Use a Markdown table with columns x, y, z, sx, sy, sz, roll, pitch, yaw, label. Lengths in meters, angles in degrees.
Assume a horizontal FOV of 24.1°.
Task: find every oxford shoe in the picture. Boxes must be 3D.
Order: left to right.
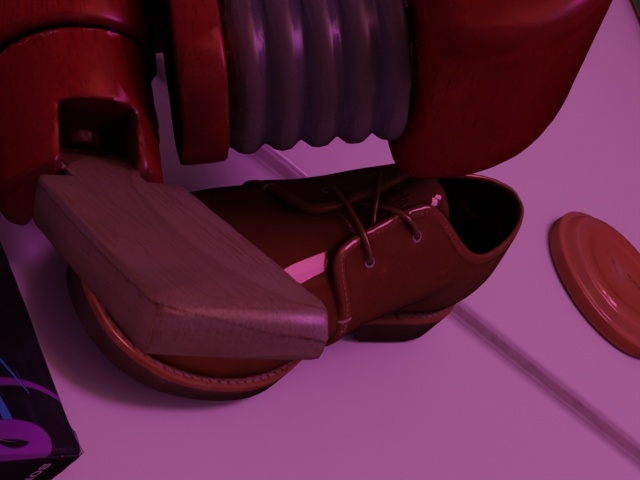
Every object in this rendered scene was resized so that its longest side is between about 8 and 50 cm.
| x | y | z | sx | sy | sz | roll | pitch | yaw | label |
| --- | --- | --- | --- | --- | --- | --- | --- | --- | --- |
| 0.000 | 0.000 | 0.519 | 0.212 | 0.076 | 0.076 | -12 | 68 | -54 | oxford shoe |

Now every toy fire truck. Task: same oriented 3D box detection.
| x | y | z | sx | sy | sz | roll | pitch | yaw | label |
| --- | --- | --- | --- | --- | --- | --- | --- | --- | --- |
| -0.008 | -0.058 | 0.440 | 0.217 | 0.158 | 0.246 | -4 | 64 | -9 | toy fire truck |

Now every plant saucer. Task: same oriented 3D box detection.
| x | y | z | sx | sy | sz | roll | pitch | yaw | label |
| --- | --- | --- | --- | --- | --- | --- | --- | --- | --- |
| 0.147 | 0.020 | 0.743 | 0.083 | 0.013 | 0.083 | 33 | 36 | -28 | plant saucer |

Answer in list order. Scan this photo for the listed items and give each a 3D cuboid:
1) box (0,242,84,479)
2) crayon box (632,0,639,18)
| x | y | z | sx | sy | sz | roll | pitch | yaw | label |
| --- | --- | --- | --- | --- | --- | --- | --- | --- | --- |
| -0.143 | 0.012 | 0.364 | 0.162 | 0.029 | 0.116 | 4 | 54 | -49 | box |
| 0.308 | -0.127 | 1.042 | 0.165 | 0.081 | 0.278 | 25 | 39 | -35 | crayon box |
